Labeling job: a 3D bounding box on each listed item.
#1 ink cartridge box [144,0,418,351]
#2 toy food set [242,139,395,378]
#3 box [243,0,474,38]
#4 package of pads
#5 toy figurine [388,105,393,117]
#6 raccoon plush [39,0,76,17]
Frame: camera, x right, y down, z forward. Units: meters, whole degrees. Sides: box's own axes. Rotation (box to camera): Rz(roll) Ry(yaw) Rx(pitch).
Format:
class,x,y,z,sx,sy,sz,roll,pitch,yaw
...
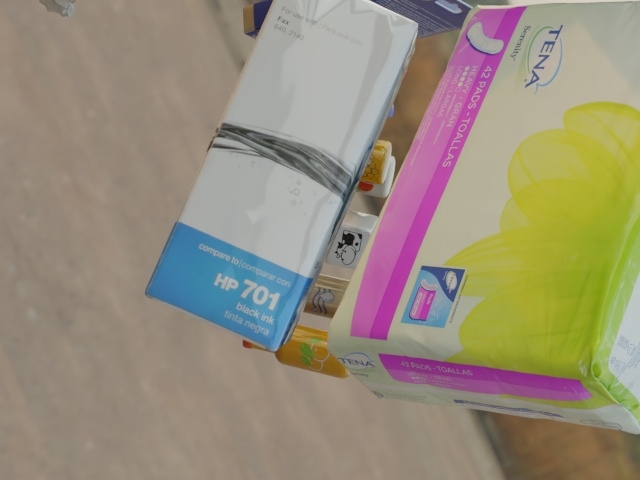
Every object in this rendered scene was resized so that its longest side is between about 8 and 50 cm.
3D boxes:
class,x,y,z,sx,sy,sz,roll,pitch,yaw
ink cartridge box,-0.019,-0.042,1.100,0.082,0.191,0.139,25,1,2
toy food set,0.000,0.000,1.838,0.111,0.104,0.232,-61,162,-64
box,0.050,-0.236,2.073,0.136,0.225,0.036,18,66,-56
package of pads,0.162,-0.025,1.330,0.101,0.229,0.296,43,61,-42
toy figurine,-0.009,-0.192,1.988,0.362,0.191,0.217,-149,-130,-73
raccoon plush,-0.282,-0.299,1.059,0.216,0.299,0.446,-54,160,-35
